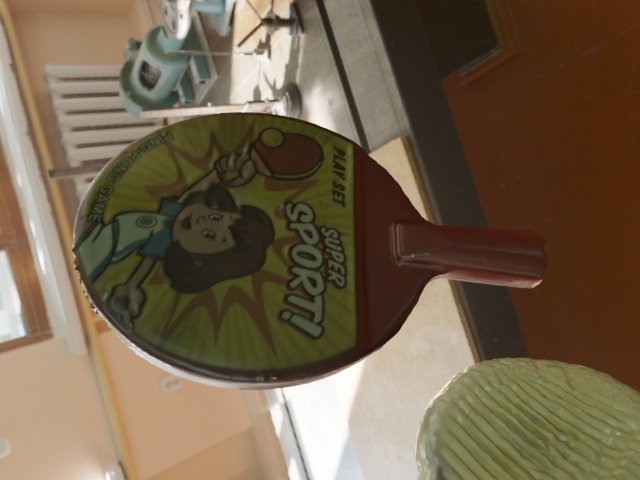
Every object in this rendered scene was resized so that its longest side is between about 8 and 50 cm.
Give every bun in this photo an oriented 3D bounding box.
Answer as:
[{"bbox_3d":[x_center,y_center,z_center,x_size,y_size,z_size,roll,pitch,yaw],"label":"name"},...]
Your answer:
[{"bbox_3d":[0.193,0.206,0.425,0.220,0.220,0.134,31,144,46],"label":"bun"}]

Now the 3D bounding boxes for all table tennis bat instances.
[{"bbox_3d":[0.000,0.000,0.433,0.051,0.414,0.268,108,166,-60],"label":"table tennis bat"}]
